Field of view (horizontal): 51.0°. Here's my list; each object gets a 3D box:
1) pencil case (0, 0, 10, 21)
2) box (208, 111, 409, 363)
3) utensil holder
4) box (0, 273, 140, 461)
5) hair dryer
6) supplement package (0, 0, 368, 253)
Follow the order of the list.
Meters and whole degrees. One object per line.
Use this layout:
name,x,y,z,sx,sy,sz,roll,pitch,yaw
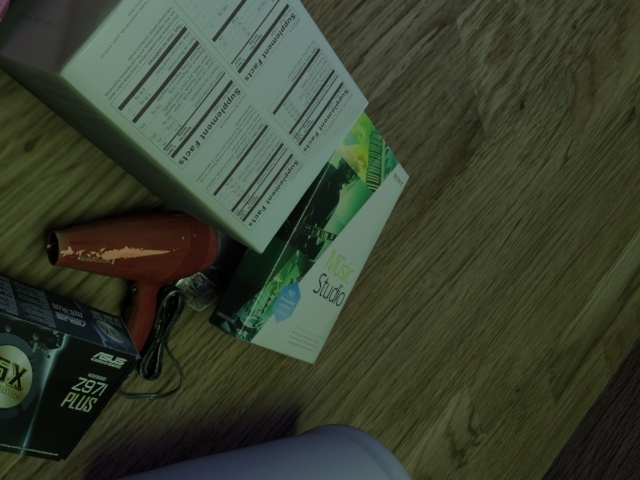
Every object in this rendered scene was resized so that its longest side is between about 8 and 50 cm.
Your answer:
pencil case,-0.265,-0.273,0.486,0.386,0.167,0.160,-61,170,-3
box,0.000,0.000,0.908,0.322,0.058,0.232,-64,152,-6
utensil holder,-0.090,0.435,0.887,0.385,0.327,0.328,5,106,-44
box,-0.301,0.127,0.667,0.180,0.077,0.147,31,99,-42
hair dryer,-0.196,0.069,0.777,0.224,0.080,0.293,-50,136,-14
supplement package,-0.130,-0.159,0.640,0.198,0.199,0.263,-55,137,-10
